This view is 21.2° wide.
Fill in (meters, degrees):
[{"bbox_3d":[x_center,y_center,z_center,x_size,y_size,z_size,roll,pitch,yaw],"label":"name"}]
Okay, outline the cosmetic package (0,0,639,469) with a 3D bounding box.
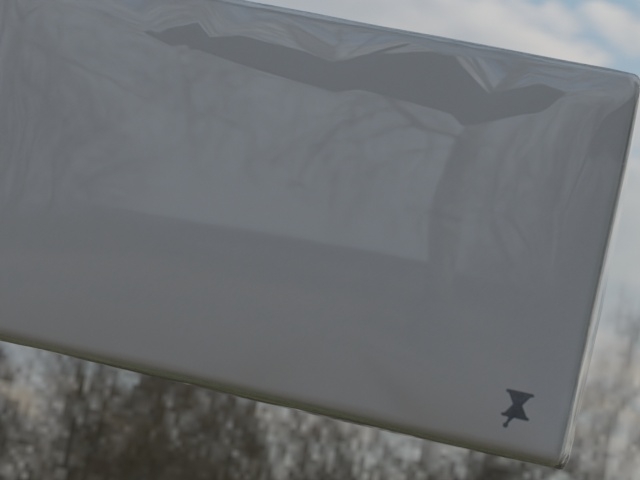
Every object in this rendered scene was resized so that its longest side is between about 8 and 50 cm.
[{"bbox_3d":[0.000,0.000,0.669,0.224,0.138,0.224,12,-4,10],"label":"cosmetic package"}]
